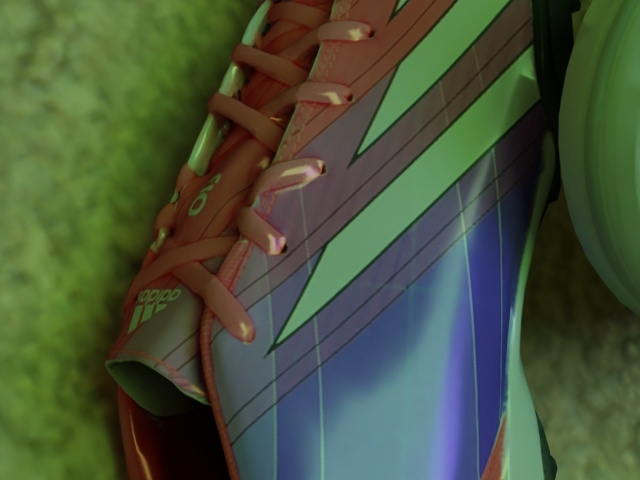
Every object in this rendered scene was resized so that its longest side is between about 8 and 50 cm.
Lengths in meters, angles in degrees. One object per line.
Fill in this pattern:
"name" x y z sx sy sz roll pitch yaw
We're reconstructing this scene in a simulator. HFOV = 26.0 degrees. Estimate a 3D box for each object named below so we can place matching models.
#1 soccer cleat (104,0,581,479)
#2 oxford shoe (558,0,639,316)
"soccer cleat" 0.000 0.000 0.390 0.116 0.108 0.318 12 70 -25
"oxford shoe" 0.195 -0.086 0.509 0.449 0.130 0.169 -31 122 -45
